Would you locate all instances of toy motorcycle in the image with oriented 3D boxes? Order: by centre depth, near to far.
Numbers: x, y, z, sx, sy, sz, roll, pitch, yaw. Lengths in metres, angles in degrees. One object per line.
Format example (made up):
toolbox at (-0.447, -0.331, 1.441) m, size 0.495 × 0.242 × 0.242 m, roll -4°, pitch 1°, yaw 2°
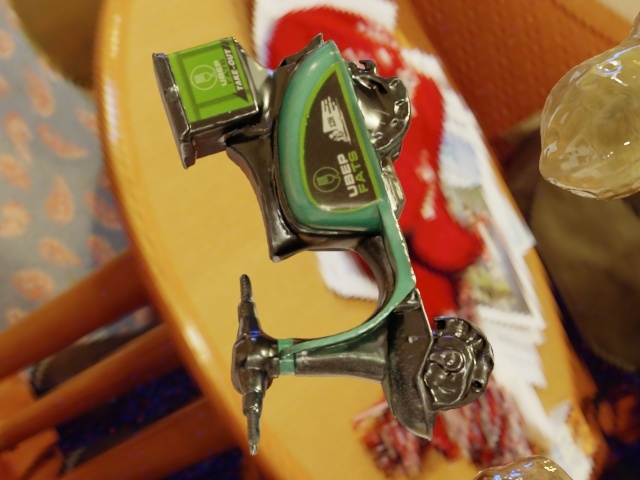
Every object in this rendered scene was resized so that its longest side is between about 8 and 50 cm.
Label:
toy motorcycle at (0.000, 0.000, 0.594) m, size 0.058 × 0.100 × 0.173 m, roll 96°, pitch -23°, yaw -77°

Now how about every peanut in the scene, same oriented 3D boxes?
peanut at (0.298, -0.135, 1.339) m, size 0.313 × 0.149 × 0.149 m, roll -36°, pitch 97°, yaw -31°

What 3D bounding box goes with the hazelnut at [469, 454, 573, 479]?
hazelnut at (0.106, 0.154, 0.800) m, size 0.086 × 0.086 × 0.086 m, roll 39°, pitch 36°, yaw -35°
